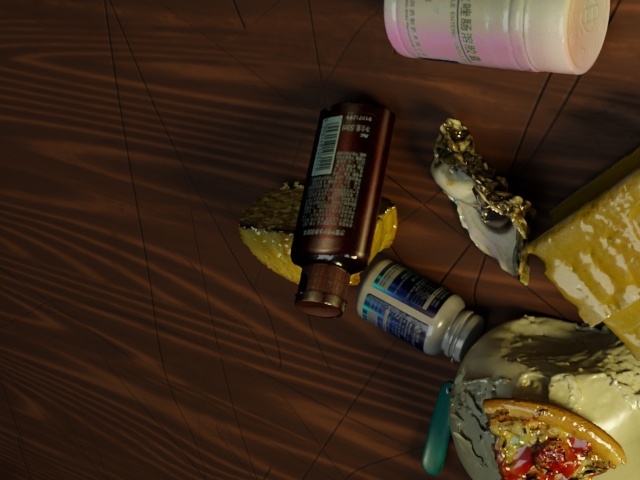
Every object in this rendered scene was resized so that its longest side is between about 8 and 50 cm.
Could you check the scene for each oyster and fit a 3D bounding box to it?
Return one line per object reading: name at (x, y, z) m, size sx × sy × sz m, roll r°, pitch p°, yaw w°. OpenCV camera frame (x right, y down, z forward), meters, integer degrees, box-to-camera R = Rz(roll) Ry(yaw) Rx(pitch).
oyster at (0.243, -0.049, 1.594) m, size 0.214 × 0.083 × 0.223 m, roll 55°, pitch 173°, yaw 42°

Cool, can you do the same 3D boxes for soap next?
soap at (0.458, 0.009, 1.439) m, size 0.259 × 0.143 × 0.281 m, roll 47°, pitch 131°, yaw 0°

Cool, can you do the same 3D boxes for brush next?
brush at (0.213, 0.324, 1.909) m, size 0.043 × 0.032 × 0.193 m, roll 26°, pitch 118°, yaw 30°

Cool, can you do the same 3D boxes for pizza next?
pizza at (0.302, 0.311, 1.490) m, size 0.201 × 0.053 × 0.193 m, roll 13°, pitch 115°, yaw 8°

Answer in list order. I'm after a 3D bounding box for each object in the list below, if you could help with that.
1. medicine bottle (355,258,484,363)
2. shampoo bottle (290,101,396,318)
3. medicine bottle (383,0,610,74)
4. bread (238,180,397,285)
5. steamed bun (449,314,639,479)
medicine bottle at (0.160, 0.115, 1.761) m, size 0.191 × 0.107 × 0.107 m, roll 28°, pitch 131°, yaw 23°
shampoo bottle at (0.029, -0.047, 1.630) m, size 0.129 × 0.323 × 0.084 m, roll 0°, pitch 156°, yaw 24°
medicine bottle at (0.226, -0.298, 1.416) m, size 0.254 × 0.152 × 0.152 m, roll 13°, pitch 124°, yaw 34°
bread at (0.005, -0.001, 1.783) m, size 0.261 × 0.160 × 0.147 m, roll 6°, pitch 126°, yaw 29°
steamed bun at (0.347, 0.293, 1.632) m, size 0.334 × 0.233 × 0.312 m, roll 3°, pitch 117°, yaw 39°
